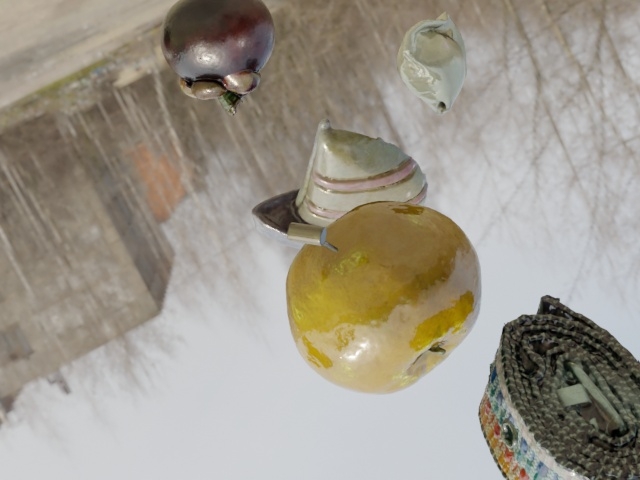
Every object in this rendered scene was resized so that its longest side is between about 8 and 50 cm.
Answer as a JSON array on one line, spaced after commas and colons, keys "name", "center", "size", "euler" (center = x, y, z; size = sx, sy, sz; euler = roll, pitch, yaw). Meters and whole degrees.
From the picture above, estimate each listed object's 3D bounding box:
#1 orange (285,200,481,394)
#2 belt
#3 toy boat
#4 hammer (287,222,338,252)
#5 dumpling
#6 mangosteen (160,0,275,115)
[{"name": "orange", "center": [0.082, 0.074, 1.407], "size": [0.279, 0.235, 0.279], "euler": [-34, 154, -19]}, {"name": "belt", "center": [0.319, 0.235, 1.332], "size": [0.207, 0.160, 0.295], "euler": [-19, -131, -23]}, {"name": "toy boat", "center": [0.054, -0.068, 1.672], "size": [0.276, 0.111, 0.293], "euler": [8, 152, -29]}, {"name": "hammer", "center": [0.000, 0.000, 1.063], "size": [0.035, 0.019, 0.110], "euler": [8, 175, 18]}, {"name": "dumpling", "center": [0.180, -0.285, 1.576], "size": [0.100, 0.169, 0.134], "euler": [5, -119, 55]}, {"name": "mangosteen", "center": [-0.108, -0.204, 1.113], "size": [0.140, 0.140, 0.140], "euler": [-25, -170, 5]}]
